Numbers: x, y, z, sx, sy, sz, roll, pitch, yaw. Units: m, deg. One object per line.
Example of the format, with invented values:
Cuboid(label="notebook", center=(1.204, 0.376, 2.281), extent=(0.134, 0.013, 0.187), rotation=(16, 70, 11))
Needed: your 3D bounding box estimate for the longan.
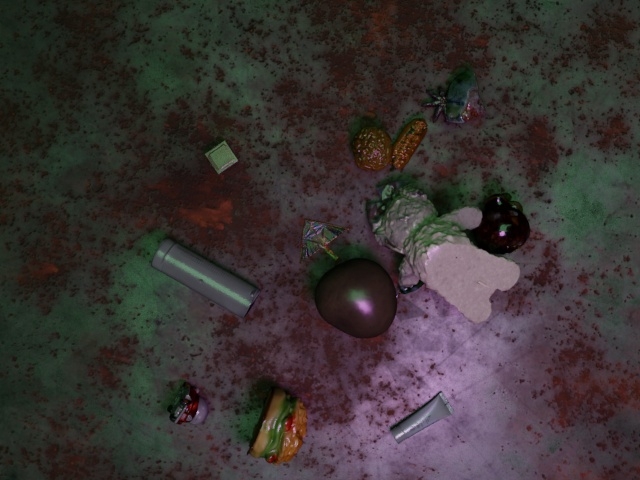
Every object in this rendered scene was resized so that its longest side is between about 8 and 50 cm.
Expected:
Cuboid(label="longan", center=(0.114, 0.175, 1.866), extent=(0.245, 0.215, 0.246), rotation=(-4, 79, 22))

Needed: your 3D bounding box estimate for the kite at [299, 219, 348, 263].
Cuboid(label="kite", center=(0.000, 0.000, 1.970), extent=(0.190, 0.010, 0.159), rotation=(-34, 91, 2))

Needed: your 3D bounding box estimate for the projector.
Cuboid(label="projector", center=(-0.353, 0.115, 1.928), extent=(0.337, 0.108, 0.108), rotation=(30, 91, 1))

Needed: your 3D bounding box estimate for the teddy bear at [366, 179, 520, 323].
Cuboid(label="teddy bear", center=(0.346, 0.011, 1.874), extent=(0.375, 0.362, 0.327), rotation=(30, 104, -23))

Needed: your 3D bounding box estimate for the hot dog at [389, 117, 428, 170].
Cuboid(label="hot dog", center=(0.268, -0.300, 1.942), extent=(0.072, 0.055, 0.188), rotation=(33, 90, -1))

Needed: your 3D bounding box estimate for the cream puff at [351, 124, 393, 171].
Cuboid(label="cream puff", center=(0.154, -0.283, 1.910), extent=(0.126, 0.103, 0.144), rotation=(-9, 81, 27))

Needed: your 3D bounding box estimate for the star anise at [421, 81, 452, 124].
Cuboid(label="star anise", center=(0.387, -0.427, 1.947), extent=(0.140, 0.042, 0.141), rotation=(0, 91, 2))

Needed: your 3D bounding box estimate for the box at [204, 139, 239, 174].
Cuboid(label="box", center=(-0.310, -0.258, 1.962), extent=(0.083, 0.035, 0.079), rotation=(-33, 89, 2))

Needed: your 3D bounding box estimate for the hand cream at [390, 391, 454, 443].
Cuboid(label="hand cream", center=(0.314, 0.559, 1.947), extent=(0.204, 0.050, 0.078), rotation=(-31, 87, -4))

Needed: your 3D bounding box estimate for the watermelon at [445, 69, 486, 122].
Cuboid(label="watermelon", center=(0.464, -0.432, 1.915), extent=(0.139, 0.071, 0.187), rotation=(24, 76, -27))

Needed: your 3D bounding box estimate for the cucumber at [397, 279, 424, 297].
Cuboid(label="cucumber", center=(0.327, 0.096, 1.944), extent=(0.250, 0.056, 0.056), rotation=(-42, 89, 0))

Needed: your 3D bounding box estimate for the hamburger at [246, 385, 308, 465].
Cuboid(label="hamburger", center=(-0.117, 0.565, 1.870), extent=(0.148, 0.237, 0.237), rotation=(23, 90, -3))

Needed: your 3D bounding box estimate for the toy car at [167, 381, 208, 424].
Cuboid(label="toy car", center=(-0.400, 0.520, 1.922), extent=(0.112, 0.139, 0.112), rotation=(33, 96, -18))

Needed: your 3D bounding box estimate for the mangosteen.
Cuboid(label="mangosteen", center=(0.542, -0.049, 1.889), extent=(0.172, 0.172, 0.184), rotation=(-15, 86, 1))
